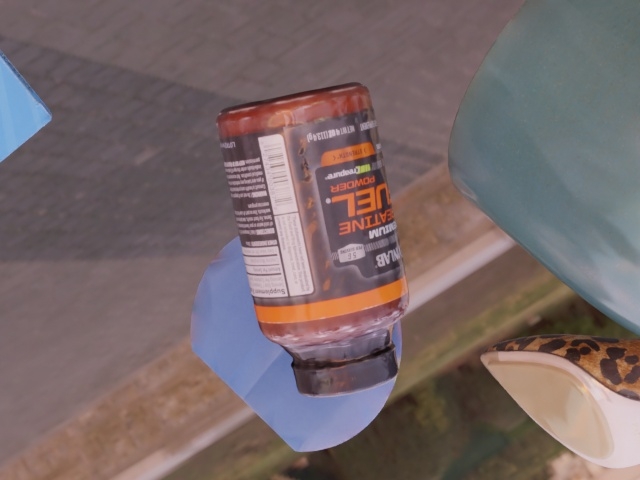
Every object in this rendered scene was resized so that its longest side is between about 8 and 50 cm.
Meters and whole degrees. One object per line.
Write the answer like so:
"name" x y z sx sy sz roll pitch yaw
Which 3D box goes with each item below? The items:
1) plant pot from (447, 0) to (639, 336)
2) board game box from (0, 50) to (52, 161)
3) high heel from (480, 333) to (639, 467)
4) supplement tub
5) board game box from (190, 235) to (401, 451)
"plant pot" 0.271 -0.053 0.867 0.293 0.235 0.293 -29 151 -18
"board game box" -0.314 -0.191 0.698 0.086 0.308 0.302 -42 128 -9
"high heel" 0.271 0.095 1.002 0.261 0.093 0.186 18 -140 41
"supplement tub" 0.000 0.000 0.855 0.106 0.197 0.106 -12 -173 1
"board game box" -0.013 0.067 0.950 0.133 0.169 0.033 -53 163 17
